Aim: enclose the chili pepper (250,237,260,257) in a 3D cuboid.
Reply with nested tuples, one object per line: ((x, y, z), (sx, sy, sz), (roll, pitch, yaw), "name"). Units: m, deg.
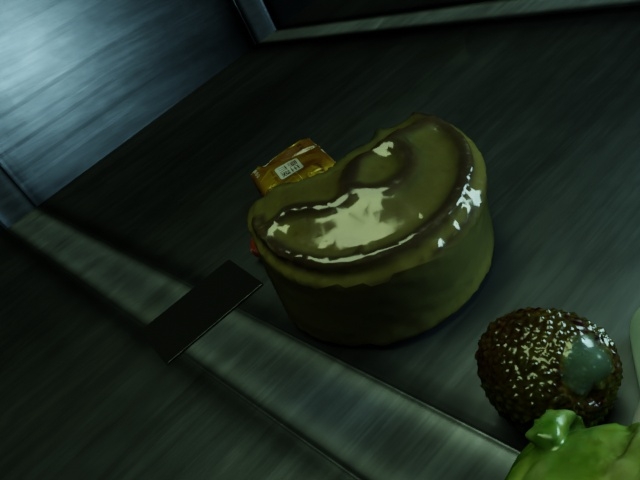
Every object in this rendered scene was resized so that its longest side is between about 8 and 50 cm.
((-0.104, 0.018, 1.217), (0.073, 0.070, 0.123), (-52, 39, -5), "chili pepper")

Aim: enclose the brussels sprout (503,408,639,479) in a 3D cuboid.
((0.270, 0.266, 0.466), (0.260, 0.227, 0.294), (-27, 38, 31), "brussels sprout")

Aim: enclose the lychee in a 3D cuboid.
((0.262, 0.154, 0.689), (0.171, 0.171, 0.171), (-20, 34, 14), "lychee")

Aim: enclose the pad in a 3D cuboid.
((-0.250, 0.141, 1.213), (0.246, 0.006, 0.170), (-40, 33, -18), "pad")

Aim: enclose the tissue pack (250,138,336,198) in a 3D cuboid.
((-0.054, -0.139, 1.372), (0.183, 0.091, 0.226), (-30, 35, -4), "tissue pack")

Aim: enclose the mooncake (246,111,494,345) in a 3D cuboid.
((0.090, -0.031, 0.990), (0.394, 0.246, 0.394), (8, 51, 35), "mooncake")

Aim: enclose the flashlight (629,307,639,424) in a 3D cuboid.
((0.392, 0.151, 0.666), (0.048, 0.093, 0.200), (22, 41, 5), "flashlight")
